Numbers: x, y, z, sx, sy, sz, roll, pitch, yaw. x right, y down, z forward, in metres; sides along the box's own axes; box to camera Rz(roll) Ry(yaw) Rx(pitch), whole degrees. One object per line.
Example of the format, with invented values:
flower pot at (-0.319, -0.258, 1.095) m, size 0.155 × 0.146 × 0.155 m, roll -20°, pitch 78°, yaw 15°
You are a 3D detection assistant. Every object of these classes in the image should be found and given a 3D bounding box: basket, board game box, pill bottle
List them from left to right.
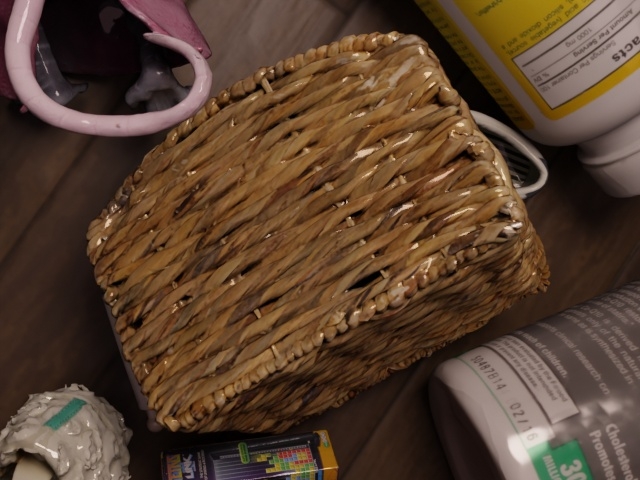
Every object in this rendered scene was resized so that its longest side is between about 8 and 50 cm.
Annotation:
board game box at (-0.060, 0.246, 0.763) m, size 0.141 × 0.048 × 0.170 m, roll -6°, pitch 124°, yaw -12°
basket at (0.000, 0.000, 0.704) m, size 0.299 × 0.223 × 0.213 m, roll -32°, pitch 70°, yaw 10°
pill bottle at (0.197, -0.203, 0.738) m, size 0.188 × 0.188 × 0.334 m, roll -43°, pitch 103°, yaw -5°
pill bottle at (0.296, 0.137, 0.784) m, size 0.361 × 0.204 × 0.204 m, roll -22°, pitch 100°, yaw -9°

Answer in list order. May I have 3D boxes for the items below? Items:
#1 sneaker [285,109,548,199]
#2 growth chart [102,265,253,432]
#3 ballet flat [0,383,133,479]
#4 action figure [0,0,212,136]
sneaker at (0.080, -0.097, 0.772) m, size 0.258 × 0.091 × 0.094 m, roll 12°, pitch 93°, yaw -13°
growth chart at (-0.073, 0.057, 0.792) m, size 0.237 × 0.021 × 0.172 m, roll -26°, pitch 101°, yaw -8°
ballet flat at (-0.263, 0.317, 0.718) m, size 0.147 × 0.147 × 0.409 m, roll 13°, pitch 93°, yaw -13°
action figure at (-0.205, -0.269, 0.615) m, size 0.248 × 0.275 × 0.370 m, roll -6°, pitch 111°, yaw -6°
